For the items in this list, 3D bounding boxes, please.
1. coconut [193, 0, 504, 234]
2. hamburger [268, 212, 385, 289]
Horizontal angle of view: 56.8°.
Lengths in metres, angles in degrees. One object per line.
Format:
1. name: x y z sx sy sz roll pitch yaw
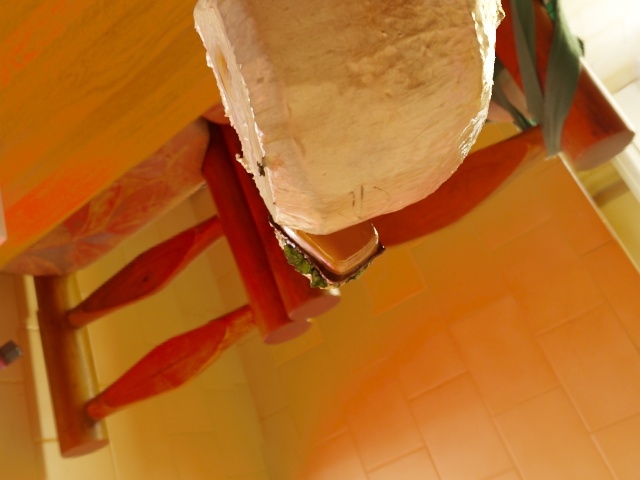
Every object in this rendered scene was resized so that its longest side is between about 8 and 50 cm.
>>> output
1. coconut: 0.050 -0.232 0.742 0.405 0.404 0.404 -18 155 -9
2. hamburger: 0.000 0.000 0.889 0.137 0.166 0.087 -32 156 -31
